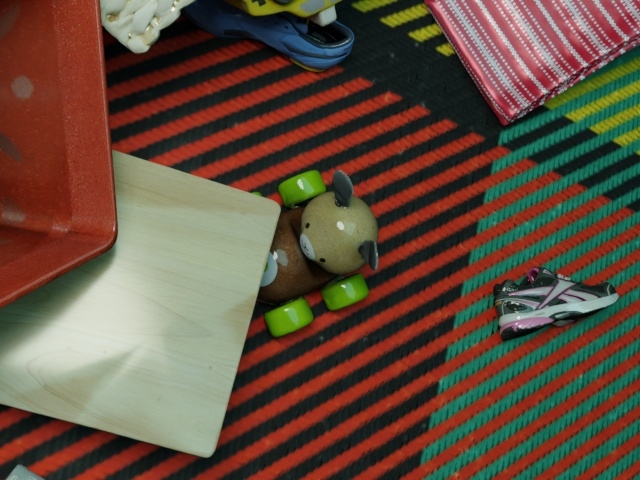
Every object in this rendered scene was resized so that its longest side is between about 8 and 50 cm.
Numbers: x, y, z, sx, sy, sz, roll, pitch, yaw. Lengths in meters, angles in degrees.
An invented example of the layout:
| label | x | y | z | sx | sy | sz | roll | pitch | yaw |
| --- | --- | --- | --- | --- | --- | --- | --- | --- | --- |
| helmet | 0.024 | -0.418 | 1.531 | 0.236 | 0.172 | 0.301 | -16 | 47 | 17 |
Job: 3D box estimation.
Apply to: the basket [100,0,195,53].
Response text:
| label | x | y | z | sx | sy | sz | roll | pitch | yaw |
| --- | --- | --- | --- | --- | --- | --- | --- | --- | --- |
| basket | -0.139 | -0.404 | 0.848 | 0.266 | 0.328 | 0.331 | 42 | 26 | -20 |

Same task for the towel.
| label | x | y | z | sx | sy | sz | roll | pitch | yaw |
| --- | --- | --- | --- | --- | --- | --- | --- | --- | --- |
| towel | 0.296 | -0.298 | 1.160 | 0.275 | 0.031 | 0.199 | -33 | 89 | 5 |

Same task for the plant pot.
| label | x | y | z | sx | sy | sz | roll | pitch | yaw |
| --- | --- | --- | --- | --- | --- | --- | --- | --- | --- |
| plant pot | -0.335 | -0.095 | 0.711 | 0.267 | 0.235 | 0.267 | -40 | 131 | -65 |

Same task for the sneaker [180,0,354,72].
| label | x | y | z | sx | sy | sz | roll | pitch | yaw |
| --- | --- | --- | --- | --- | --- | --- | --- | --- | --- |
| sneaker | -0.059 | -0.257 | 1.045 | 0.209 | 0.082 | 0.069 | 19 | 74 | -18 |

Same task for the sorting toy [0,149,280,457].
| label | x | y | z | sx | sy | sz | roll | pitch | yaw |
| --- | --- | --- | --- | --- | --- | --- | --- | --- | --- |
| sorting toy | -0.199 | 0.054 | 0.900 | 0.257 | 0.089 | 0.255 | 17 | 74 | -9 |

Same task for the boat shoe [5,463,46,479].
| label | x | y | z | sx | sy | sz | roll | pitch | yaw |
| --- | --- | --- | --- | --- | --- | --- | --- | --- | --- |
| boat shoe | -0.329 | 0.298 | 0.821 | 0.081 | 0.079 | 0.227 | 43 | 61 | 0 |

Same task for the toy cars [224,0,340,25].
| label | x | y | z | sx | sy | sz | roll | pitch | yaw |
| --- | --- | --- | --- | --- | --- | --- | --- | --- | --- |
| toy cars | 0.016 | -0.339 | 1.044 | 0.394 | 0.176 | 0.087 | -65 | 148 | -45 |

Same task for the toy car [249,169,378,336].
| label | x | y | z | sx | sy | sz | roll | pitch | yaw |
| --- | --- | --- | --- | --- | --- | --- | --- | --- | --- |
| toy car | 0.000 | 0.000 | 0.958 | 0.149 | 0.188 | 0.155 | -23 | 89 | -26 |

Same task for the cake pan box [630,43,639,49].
| label | x | y | z | sx | sy | sz | roll | pitch | yaw |
| --- | --- | --- | --- | --- | --- | --- | --- | --- | --- |
| cake pan box | 0.405 | -0.380 | 1.198 | 0.267 | 0.070 | 0.246 | -24 | 93 | 18 |

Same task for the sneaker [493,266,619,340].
| label | x | y | z | sx | sy | sz | roll | pitch | yaw |
| --- | --- | --- | --- | --- | --- | --- | --- | --- | --- |
| sneaker | 0.290 | 0.065 | 1.143 | 0.178 | 0.072 | 0.077 | -8 | 72 | -31 |
